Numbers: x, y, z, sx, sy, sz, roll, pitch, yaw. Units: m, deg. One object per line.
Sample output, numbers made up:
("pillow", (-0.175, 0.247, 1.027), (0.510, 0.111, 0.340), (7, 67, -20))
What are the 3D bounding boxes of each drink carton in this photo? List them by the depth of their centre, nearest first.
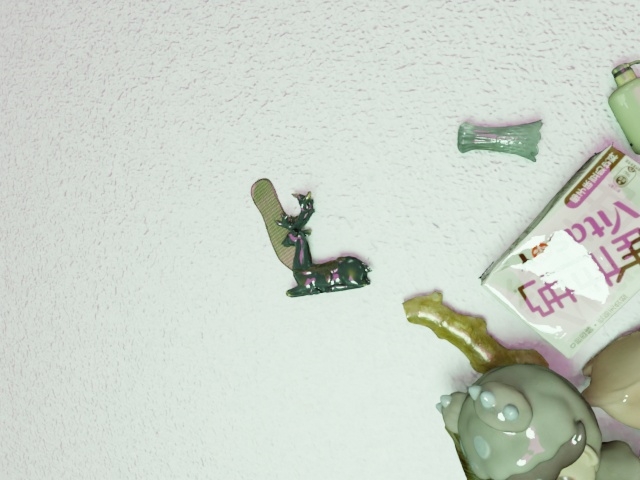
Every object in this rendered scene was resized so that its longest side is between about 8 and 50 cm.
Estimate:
("drink carton", (0.468, 0.018, 0.775), (0.194, 0.132, 0.324), (42, 104, 15))

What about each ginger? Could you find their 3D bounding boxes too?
("ginger", (0.293, 0.204, 0.869), (0.299, 0.065, 0.118), (33, 88, 15))

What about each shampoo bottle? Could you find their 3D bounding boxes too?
("shampoo bottle", (0.561, -0.237, 0.764), (0.079, 0.079, 0.162), (-26, 83, 17))

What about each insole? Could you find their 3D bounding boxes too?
("insole", (-0.097, -0.033, 1.032), (0.086, 0.005, 0.253), (-32, 81, 16))

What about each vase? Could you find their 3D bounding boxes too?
("vase", (0.343, -0.197, 0.844), (0.149, 0.081, 0.081), (9, 93, 21))

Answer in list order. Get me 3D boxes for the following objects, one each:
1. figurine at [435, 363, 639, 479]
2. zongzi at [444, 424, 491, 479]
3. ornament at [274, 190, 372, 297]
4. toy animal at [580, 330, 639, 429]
("figurine", (0.391, 0.331, 0.698), (0.380, 0.248, 0.203), (25, 69, 7))
("zongzi", (0.288, 0.409, 0.810), (0.084, 0.184, 0.187), (-35, 80, 20))
("ornament", (0.000, 0.000, 0.958), (0.202, 0.080, 0.236), (-11, 88, 18))
("toy animal", (0.603, 0.263, 0.700), (0.256, 0.195, 0.213), (33, 128, 12))
